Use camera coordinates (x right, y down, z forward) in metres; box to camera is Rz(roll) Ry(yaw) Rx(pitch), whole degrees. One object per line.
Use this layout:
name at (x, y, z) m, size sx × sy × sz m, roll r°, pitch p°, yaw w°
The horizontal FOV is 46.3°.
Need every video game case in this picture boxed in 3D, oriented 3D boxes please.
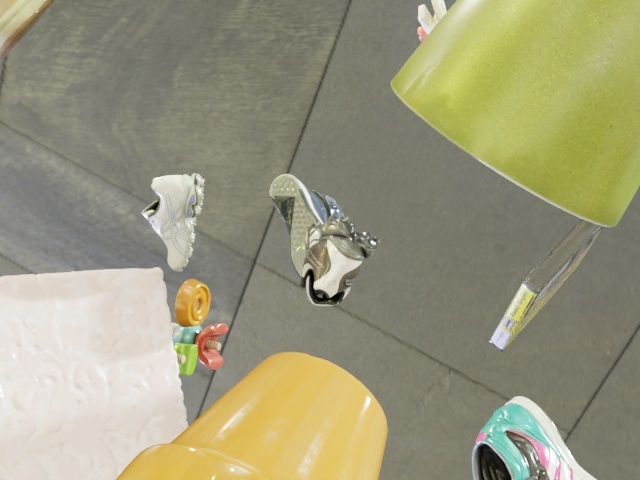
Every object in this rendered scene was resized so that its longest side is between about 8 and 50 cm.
video game case at (0.438, 0.062, 1.407) m, size 0.035 × 0.275 × 0.248 m, roll 40°, pitch 154°, yaw 20°

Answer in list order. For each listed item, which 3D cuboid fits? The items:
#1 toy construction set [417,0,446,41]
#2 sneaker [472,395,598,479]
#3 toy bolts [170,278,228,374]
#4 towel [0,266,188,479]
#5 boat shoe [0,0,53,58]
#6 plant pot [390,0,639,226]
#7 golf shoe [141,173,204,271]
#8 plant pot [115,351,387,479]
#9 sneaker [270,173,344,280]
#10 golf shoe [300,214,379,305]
toy construction set at (0.332, -0.348, 1.293) m, size 0.327 × 0.215 × 0.151 m, roll 2°, pitch 81°, yaw 33°
sneaker at (0.348, 0.407, 1.189) m, size 0.296 × 0.178 × 0.124 m, roll 53°, pitch 145°, yaw 24°
toy bolts at (-0.315, 0.188, 1.607) m, size 0.158 × 0.228 × 0.218 m, roll 8°, pitch 83°, yaw 22°
towel at (-0.352, 0.208, 1.089) m, size 0.053 × 0.316 × 0.332 m, roll -18°, pitch 79°, yaw 48°
boat shoe at (-0.235, -0.257, 0.594) m, size 0.104 × 0.285 × 0.089 m, roll -29°, pitch 133°, yaw 32°
plant pot at (0.262, -0.211, 0.735) m, size 0.274 × 0.275 × 0.294 m, roll 35°, pitch 111°, yaw 9°
golf shoe at (-0.229, -0.029, 1.137) m, size 0.085 × 0.069 × 0.176 m, roll 6°, pitch 126°, yaw -14°
plant pot at (-0.040, 0.199, 0.593) m, size 0.205 × 0.188 × 0.205 m, roll 18°, pitch 134°, yaw 20°
sneaker at (0.001, -0.001, 1.350) m, size 0.086 × 0.163 × 0.226 m, roll -27°, pitch 66°, yaw 18°
golf shoe at (0.005, 0.030, 0.865) m, size 0.077 × 0.198 × 0.094 m, roll 29°, pitch 81°, yaw 0°
